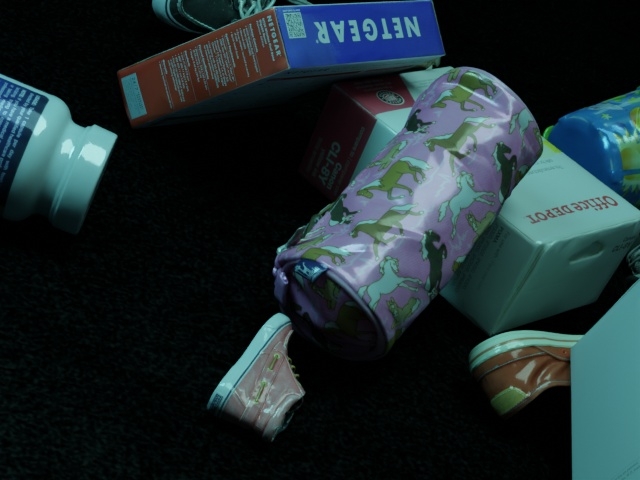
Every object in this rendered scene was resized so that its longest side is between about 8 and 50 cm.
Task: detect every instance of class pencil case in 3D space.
[{"bbox_3d":[0.107,-0.038,1.797,0.386,0.160,0.167,-48,115,-29],"label":"pencil case"}]

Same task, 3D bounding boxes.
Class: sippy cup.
[{"bbox_3d":[0.478,-0.127,2.357,0.224,0.305,0.240,-11,72,-32],"label":"sippy cup"}]

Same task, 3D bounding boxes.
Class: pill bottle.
[{"bbox_3d":[-0.373,-0.112,1.705,0.264,0.153,0.153,22,29,-6],"label":"pill bottle"}]

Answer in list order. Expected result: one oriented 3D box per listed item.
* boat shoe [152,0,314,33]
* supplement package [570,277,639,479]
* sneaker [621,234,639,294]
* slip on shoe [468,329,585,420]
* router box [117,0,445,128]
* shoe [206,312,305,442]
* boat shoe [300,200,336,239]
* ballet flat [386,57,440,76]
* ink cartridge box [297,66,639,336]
[{"bbox_3d":[-0.118,-0.354,2.355,0.306,0.113,0.105,8,18,-46],"label":"boat shoe"},{"bbox_3d":[0.390,0.216,1.653,0.177,0.175,0.293,18,50,-14],"label":"supplement package"},{"bbox_3d":[0.476,0.041,2.203,0.132,0.086,0.229,1,38,-34],"label":"sneaker"},{"bbox_3d":[0.326,0.173,1.848,0.331,0.123,0.101,4,57,-34],"label":"slip on shoe"},{"bbox_3d":[-0.049,-0.239,2.049,0.335,0.301,0.082,-13,88,-50],"label":"router box"},{"bbox_3d":[-0.050,0.149,1.628,0.081,0.063,0.178,30,34,6],"label":"shoe"},{"bbox_3d":[0.000,0.000,1.905,0.066,0.066,0.183,24,28,-2],"label":"boat shoe"},{"bbox_3d":[0.124,-0.270,2.296,0.106,0.108,0.316,-1,0,-6],"label":"ballet flat"},{"bbox_3d":[0.205,-0.063,2.074,0.384,0.160,0.279,41,33,28],"label":"ink cartridge box"}]
